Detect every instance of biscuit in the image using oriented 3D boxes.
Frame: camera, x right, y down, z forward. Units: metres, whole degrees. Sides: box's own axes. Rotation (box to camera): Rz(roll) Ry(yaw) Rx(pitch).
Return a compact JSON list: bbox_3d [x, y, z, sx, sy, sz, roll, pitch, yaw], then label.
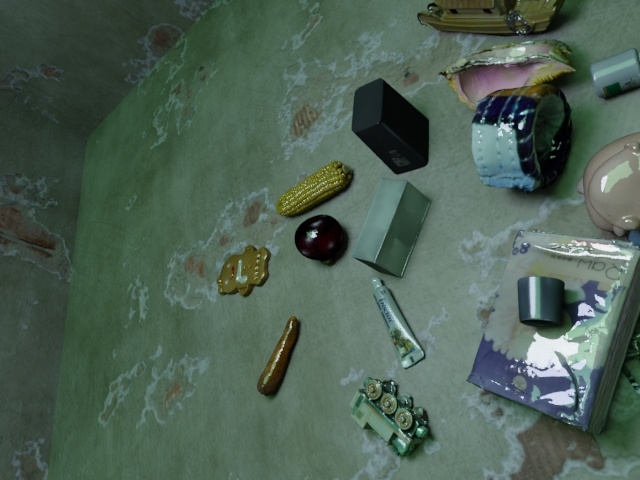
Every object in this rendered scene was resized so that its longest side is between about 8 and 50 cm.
[{"bbox_3d":[-0.271,0.106,1.721,0.249,0.035,0.184,-15,60,38],"label":"biscuit"}]

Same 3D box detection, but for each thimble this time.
[{"bbox_3d":[0.440,-0.219,1.096,0.150,0.237,0.237,11,77,49],"label":"thimble"}]

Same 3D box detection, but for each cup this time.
[{"bbox_3d":[0.388,0.114,0.900,0.100,0.078,0.077,124,157,-70],"label":"cup"}]

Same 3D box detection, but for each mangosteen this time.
[{"bbox_3d":[0.000,0.000,1.463,0.153,0.153,0.152,-20,57,35],"label":"mangosteen"}]

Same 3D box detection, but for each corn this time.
[{"bbox_3d":[-0.031,-0.159,1.592,0.292,0.101,0.101,-25,54,33],"label":"corn"}]

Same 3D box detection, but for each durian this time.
[{"bbox_3d":[0.477,-0.433,1.233,0.305,0.185,0.195,0,50,38],"label":"durian"}]

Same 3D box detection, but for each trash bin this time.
[{"bbox_3d":[0.193,-0.312,1.367,0.115,0.226,0.165,-11,62,38],"label":"trash bin"}]

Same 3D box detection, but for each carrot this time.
[{"bbox_3d":[-0.116,0.333,1.447,0.059,0.059,0.247,15,78,46],"label":"carrot"}]

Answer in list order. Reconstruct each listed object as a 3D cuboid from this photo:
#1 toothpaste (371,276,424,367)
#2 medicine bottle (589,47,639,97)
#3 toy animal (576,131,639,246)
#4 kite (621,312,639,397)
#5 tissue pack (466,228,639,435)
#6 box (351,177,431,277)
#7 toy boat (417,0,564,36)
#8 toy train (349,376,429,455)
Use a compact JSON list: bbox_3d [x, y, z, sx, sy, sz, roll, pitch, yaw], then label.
[{"bbox_3d":[0.183,0.196,1.258,0.067,0.037,0.255,-39,52,22],"label":"toothpaste"},{"bbox_3d":[0.658,-0.365,1.071,0.130,0.080,0.080,-14,60,37],"label":"medicine bottle"},{"bbox_3d":[0.579,-0.103,0.908,0.210,0.221,0.229,-19,58,31],"label":"toy animal"},{"bbox_3d":[0.573,0.201,0.904,0.141,0.015,0.245,-37,43,27],"label":"kite"},{"bbox_3d":[0.451,0.157,0.956,0.242,0.125,0.343,12,76,52],"label":"tissue pack"},{"bbox_3d":[0.186,-0.032,1.301,0.086,0.130,0.225,14,79,45],"label":"box"},{"bbox_3d":[0.453,-0.642,1.344,0.446,0.162,0.135,32,90,47],"label":"toy boat"},{"bbox_3d":[0.158,0.403,1.148,0.194,0.081,0.125,37,106,44],"label":"toy train"}]
